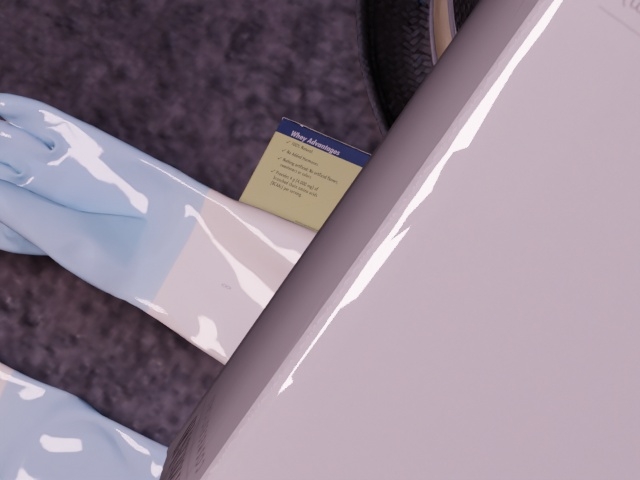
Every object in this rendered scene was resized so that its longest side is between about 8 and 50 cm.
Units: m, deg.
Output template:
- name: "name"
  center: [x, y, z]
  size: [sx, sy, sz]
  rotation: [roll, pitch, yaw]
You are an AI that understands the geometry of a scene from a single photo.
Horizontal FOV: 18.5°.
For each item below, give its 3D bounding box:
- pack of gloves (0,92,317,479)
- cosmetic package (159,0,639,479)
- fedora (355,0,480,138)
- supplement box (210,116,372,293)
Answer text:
- name: "pack of gloves"
  center: [-0.115, 0.048, 0.910]
  size: [0.232, 0.046, 0.195]
  rotation: [25, 87, 9]
- name: "cosmetic package"
  center: [0.121, -0.030, 0.771]
  size: [0.161, 0.230, 0.453]
  rotation: [34, 95, -5]
- name: "fedora"
  center: [0.173, -0.126, 0.980]
  size: [0.334, 0.152, 0.334]
  rotation: [1, 65, -2]
- name: "supplement box"
  center: [0.000, 0.000, 0.965]
  size: [0.083, 0.056, 0.083]
  rotation: [24, 66, 8]
